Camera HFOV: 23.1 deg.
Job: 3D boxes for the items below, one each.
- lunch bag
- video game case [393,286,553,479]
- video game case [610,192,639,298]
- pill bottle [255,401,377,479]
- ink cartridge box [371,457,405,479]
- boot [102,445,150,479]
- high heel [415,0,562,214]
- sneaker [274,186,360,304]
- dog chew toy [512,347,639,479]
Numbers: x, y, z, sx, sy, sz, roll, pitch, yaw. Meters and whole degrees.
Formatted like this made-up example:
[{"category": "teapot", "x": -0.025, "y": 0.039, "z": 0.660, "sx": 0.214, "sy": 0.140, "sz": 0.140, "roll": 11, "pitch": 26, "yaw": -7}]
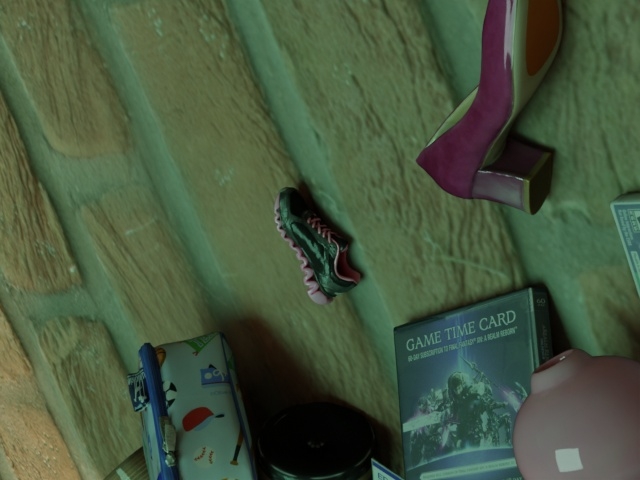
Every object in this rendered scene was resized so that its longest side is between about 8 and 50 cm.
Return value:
[{"category": "lunch bag", "x": -0.125, "y": 0.253, "z": 1.644, "sx": 0.303, "sy": 0.115, "sz": 0.243, "roll": 90, "pitch": 169, "yaw": -54}, {"category": "video game case", "x": 0.137, "y": 0.193, "z": 1.349, "sx": 0.196, "sy": 0.026, "sz": 0.274, "roll": -22, "pitch": 67, "yaw": 54}, {"category": "video game case", "x": 0.315, "y": 0.056, "z": 1.149, "sx": 0.183, "sy": 0.023, "sz": 0.201, "roll": -1, "pitch": 114, "yaw": 50}, {"category": "pill bottle", "x": 0.000, "y": 0.284, "z": 1.607, "sx": 0.123, "sy": 0.123, "sz": 0.219, "roll": 27, "pitch": 133, "yaw": 36}, {"category": "ink cartridge box", "x": 0.128, "y": 0.359, "z": 1.560, "sx": 0.165, "sy": 0.065, "sz": 0.332, "roll": 31, "pitch": 138, "yaw": 35}, {"category": "boot", "x": -0.208, "y": 0.394, "z": 1.972, "sx": 0.220, "sy": 0.109, "sz": 0.283, "roll": 50, "pitch": 137, "yaw": 5}, {"category": "high heel", "x": 0.120, "y": -0.129, "z": 1.200, "sx": 0.117, "sy": 0.082, "sz": 0.244, "roll": 22, "pitch": 144, "yaw": 27}, {"category": "sneaker", "x": 0.000, "y": 0.000, "z": 1.477, "sx": 0.057, "sy": 0.047, "sz": 0.119, "roll": -19, "pitch": 102, "yaw": 34}, {"category": "dog chew toy", "x": 0.261, "y": 0.233, "z": 1.186, "sx": 0.206, "sy": 0.207, "sz": 0.332, "roll": -29, "pitch": 91, "yaw": 54}]
